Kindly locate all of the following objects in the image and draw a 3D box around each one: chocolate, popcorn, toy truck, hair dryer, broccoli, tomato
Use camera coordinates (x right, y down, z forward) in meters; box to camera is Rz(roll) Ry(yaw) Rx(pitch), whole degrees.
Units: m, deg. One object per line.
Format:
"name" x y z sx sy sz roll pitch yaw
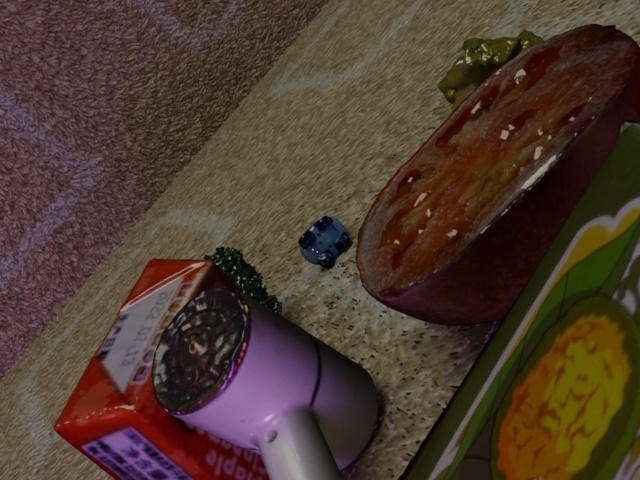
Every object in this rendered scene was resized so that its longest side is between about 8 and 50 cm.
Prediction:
"chocolate" -0.125 0.168 0.861 0.108 0.237 0.234 -15 36 34
"popcorn" 0.227 -0.201 1.011 0.126 0.126 0.145 -31 -9 -38
"toy truck" 0.000 0.000 1.169 0.073 0.056 0.090 -45 8 -6
"hair dryer" -0.010 0.206 0.683 0.128 0.203 0.362 -44 40 11
"broccoli" -0.143 0.119 1.108 0.194 0.194 0.219 -8 67 58
"tomato" 0.189 -0.044 0.759 0.338 0.144 0.338 -42 17 16

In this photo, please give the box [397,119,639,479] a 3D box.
"box" 0.137 0.198 0.270 0.373 0.138 0.420 -63 16 20
